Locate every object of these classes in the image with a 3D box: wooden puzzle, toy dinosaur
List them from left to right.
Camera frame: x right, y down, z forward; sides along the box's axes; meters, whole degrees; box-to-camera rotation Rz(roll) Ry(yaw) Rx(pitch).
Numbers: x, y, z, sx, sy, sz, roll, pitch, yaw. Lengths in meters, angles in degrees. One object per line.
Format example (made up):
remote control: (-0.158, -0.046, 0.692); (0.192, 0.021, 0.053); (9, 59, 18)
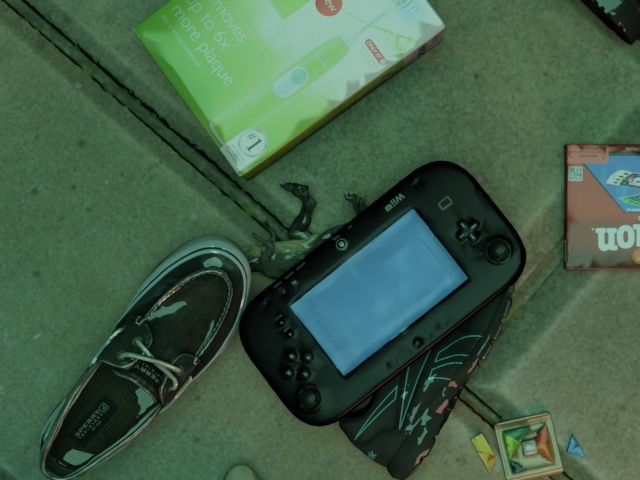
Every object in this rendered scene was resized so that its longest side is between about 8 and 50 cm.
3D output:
toy dinosaur: (0.000, 0.000, 1.942); (0.268, 0.064, 0.118); (7, 98, 1)
wooden puzzle: (0.237, 0.238, 1.949); (0.116, 0.014, 0.078); (-20, 89, 2)

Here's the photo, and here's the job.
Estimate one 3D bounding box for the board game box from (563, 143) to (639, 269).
board game box: (0.418, -0.037, 1.939); (0.281, 0.027, 0.145); (0, 91, 2)

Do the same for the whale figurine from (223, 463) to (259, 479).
whale figurine: (-0.141, 0.385, 1.922); (0.216, 0.141, 0.272); (38, 66, 2)

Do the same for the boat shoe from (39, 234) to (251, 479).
boat shoe: (-0.191, 0.145, 1.895); (0.121, 0.119, 0.335); (35, 100, -11)

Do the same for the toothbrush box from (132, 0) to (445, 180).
toothbrush box: (-0.033, -0.231, 1.914); (0.283, 0.122, 0.206); (-35, 88, 0)

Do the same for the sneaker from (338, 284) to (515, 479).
sneaker: (0.123, 0.135, 1.913); (0.106, 0.101, 0.267); (32, 90, 5)

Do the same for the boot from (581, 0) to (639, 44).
boot: (0.323, -0.419, 1.893); (0.348, 0.131, 0.260); (43, 97, -7)

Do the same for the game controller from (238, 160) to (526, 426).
game controller: (0.066, 0.058, 1.878); (0.319, 0.067, 0.166); (-39, 88, 5)
